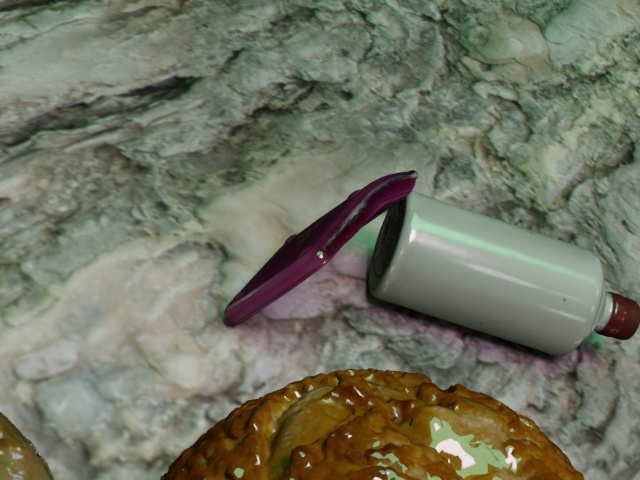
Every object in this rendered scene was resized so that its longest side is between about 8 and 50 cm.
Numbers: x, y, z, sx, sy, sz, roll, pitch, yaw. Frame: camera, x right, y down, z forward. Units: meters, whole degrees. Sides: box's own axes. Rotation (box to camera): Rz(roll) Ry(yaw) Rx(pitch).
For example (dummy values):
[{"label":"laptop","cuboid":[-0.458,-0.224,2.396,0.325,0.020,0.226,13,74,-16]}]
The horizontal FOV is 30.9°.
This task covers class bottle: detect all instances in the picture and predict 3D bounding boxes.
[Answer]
[{"label":"bottle","cuboid":[0.172,0.038,1.045,0.245,0.104,0.104,18,36,-9]}]

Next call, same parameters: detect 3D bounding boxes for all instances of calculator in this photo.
[{"label":"calculator","cuboid":[0.000,0.000,0.975,0.034,0.127,0.190,54,37,-3]}]

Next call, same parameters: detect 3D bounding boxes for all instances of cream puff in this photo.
[{"label":"cream puff","cuboid":[0.037,0.193,0.668,0.303,0.212,0.303,13,33,-9]}]

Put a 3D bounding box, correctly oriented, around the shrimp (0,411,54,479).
[{"label":"shrimp","cuboid":[-0.269,0.113,0.726,0.267,0.061,0.145,34,27,18]}]
